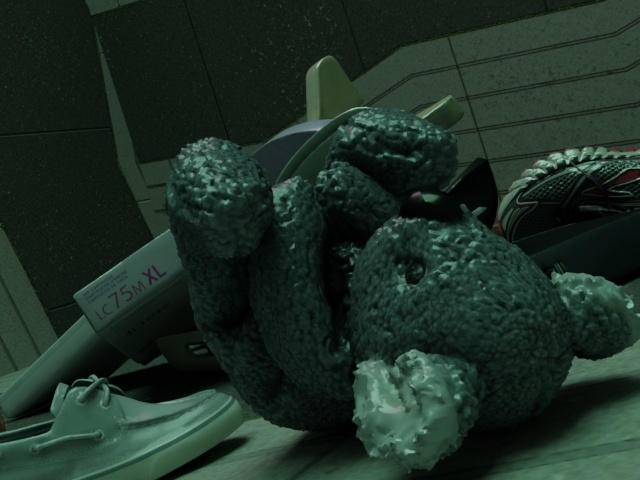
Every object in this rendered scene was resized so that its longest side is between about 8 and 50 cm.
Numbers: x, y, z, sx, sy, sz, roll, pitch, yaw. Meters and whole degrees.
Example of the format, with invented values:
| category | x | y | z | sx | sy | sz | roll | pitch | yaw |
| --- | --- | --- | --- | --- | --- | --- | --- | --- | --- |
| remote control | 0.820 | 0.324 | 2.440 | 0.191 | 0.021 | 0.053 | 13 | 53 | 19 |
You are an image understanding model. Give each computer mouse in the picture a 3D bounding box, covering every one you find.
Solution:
| category | x | y | z | sx | sy | sz | roll | pitch | yaw |
| --- | --- | --- | --- | --- | --- | --- | --- | --- | --- |
| computer mouse | 0.081 | 0.036 | 0.749 | 0.262 | 0.060 | 0.184 | -41 | -9 | -47 |

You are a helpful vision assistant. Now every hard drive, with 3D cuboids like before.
| category | x | y | z | sx | sy | sz | roll | pitch | yaw |
| --- | --- | --- | --- | --- | --- | --- | --- | --- | --- |
| hard drive | 0.227 | 0.024 | 0.801 | 0.255 | 0.054 | 0.172 | -18 | 0 | -30 |
| hard drive | -0.308 | 0.135 | 1.250 | 0.353 | 0.047 | 0.233 | -41 | -11 | 25 |

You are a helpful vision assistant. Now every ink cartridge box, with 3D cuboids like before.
| category | x | y | z | sx | sy | sz | roll | pitch | yaw |
| --- | --- | --- | --- | --- | --- | --- | --- | --- | --- |
| ink cartridge box | -0.188 | 0.070 | 1.038 | 0.186 | 0.065 | 0.311 | -36 | -14 | -11 |

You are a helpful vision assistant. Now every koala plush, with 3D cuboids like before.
| category | x | y | z | sx | sy | sz | roll | pitch | yaw |
| --- | --- | --- | --- | --- | --- | --- | --- | --- | --- |
| koala plush | 0.050 | 0.040 | 0.459 | 0.196 | 0.203 | 0.221 | -17 | 21 | -35 |

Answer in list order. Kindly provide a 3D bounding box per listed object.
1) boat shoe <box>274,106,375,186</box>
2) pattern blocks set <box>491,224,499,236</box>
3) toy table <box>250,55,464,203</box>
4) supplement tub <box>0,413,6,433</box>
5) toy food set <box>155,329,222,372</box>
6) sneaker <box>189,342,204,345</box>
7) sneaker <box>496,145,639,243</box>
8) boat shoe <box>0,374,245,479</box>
| category | x | y | z | sx | sy | sz | roll | pitch | yaw |
| --- | --- | --- | --- | --- | --- | --- | --- | --- | --- |
| boat shoe | 0.000 | 0.000 | 0.789 | 0.302 | 0.114 | 0.091 | -57 | -9 | 27 |
| pattern blocks set | 0.249 | 0.004 | 1.190 | 0.325 | 0.026 | 0.285 | -13 | -12 | -21 |
| toy table | 0.036 | -0.071 | 0.916 | 0.274 | 0.252 | 0.161 | -8 | 27 | 47 |
| supplement tub | -0.353 | 0.184 | 0.756 | 0.106 | 0.106 | 0.198 | -18 | 0 | -30 |
| toy food set | -0.033 | 0.086 | 1.043 | 0.306 | 0.092 | 0.220 | -19 | 0 | -35 |
| sneaker | -0.139 | 0.126 | 1.400 | 0.272 | 0.100 | 0.108 | -21 | 13 | 26 |
| sneaker | 0.350 | -0.050 | 0.944 | 0.299 | 0.121 | 0.112 | -19 | 39 | 24 |
| boat shoe | -0.168 | 0.137 | 0.562 | 0.228 | 0.081 | 0.079 | -18 | 0 | -14 |
